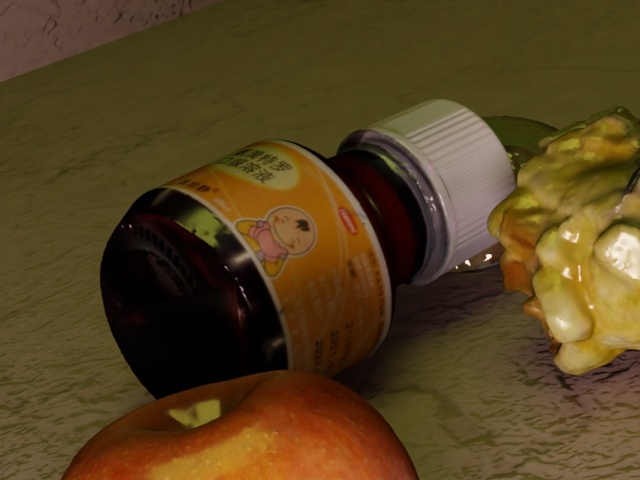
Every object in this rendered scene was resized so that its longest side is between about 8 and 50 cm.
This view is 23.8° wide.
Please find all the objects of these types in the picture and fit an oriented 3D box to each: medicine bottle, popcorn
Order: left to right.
[{"bbox_3d":[0.000,0.000,1.477,0.242,0.242,0.395,11,32,44],"label":"medicine bottle"},{"bbox_3d":[0.281,0.002,1.370,0.252,0.215,0.286,-7,25,-4],"label":"popcorn"}]

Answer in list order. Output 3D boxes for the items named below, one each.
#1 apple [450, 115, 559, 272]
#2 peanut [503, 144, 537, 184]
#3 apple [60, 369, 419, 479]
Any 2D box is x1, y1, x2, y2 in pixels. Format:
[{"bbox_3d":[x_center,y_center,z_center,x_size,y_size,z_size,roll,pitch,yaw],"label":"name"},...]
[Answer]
[{"bbox_3d":[0.189,-0.055,1.691,0.265,0.120,0.193,-17,33,-6],"label":"apple"},{"bbox_3d":[0.260,-0.037,1.570,0.228,0.104,0.085,16,42,21],"label":"peanut"},{"bbox_3d":[-0.060,0.203,1.054,0.272,0.206,0.251,-15,19,-5],"label":"apple"}]
